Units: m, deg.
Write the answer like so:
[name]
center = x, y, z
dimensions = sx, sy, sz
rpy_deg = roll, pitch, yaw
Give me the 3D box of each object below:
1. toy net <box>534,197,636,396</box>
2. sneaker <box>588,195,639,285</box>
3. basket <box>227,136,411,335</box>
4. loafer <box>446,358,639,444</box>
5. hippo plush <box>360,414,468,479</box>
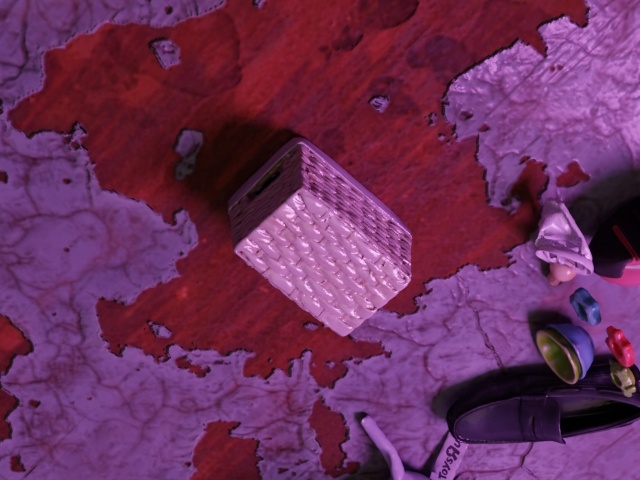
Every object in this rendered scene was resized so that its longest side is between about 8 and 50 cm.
[toy net]
center = 0.257, 0.064, 1.178
dimensions = 0.045, 0.122, 0.232
rpy_deg = -30, 126, -12
[sneaker]
center = 0.428, 0.015, 1.151
dimensions = 0.314, 0.116, 0.136
rpy_deg = -13, 122, 8
[basket]
center = 0.000, 0.000, 1.149
dimensions = 0.167, 0.103, 0.113
rpy_deg = 40, 113, -20
[loafer]
center = 0.250, 0.187, 1.277
dimensions = 0.223, 0.078, 0.076
rpy_deg = -13, 120, 8
[hippo plush]
center = 0.141, 0.395, 1.311
dimensions = 0.234, 0.236, 0.294
rpy_deg = 7, 121, -4
